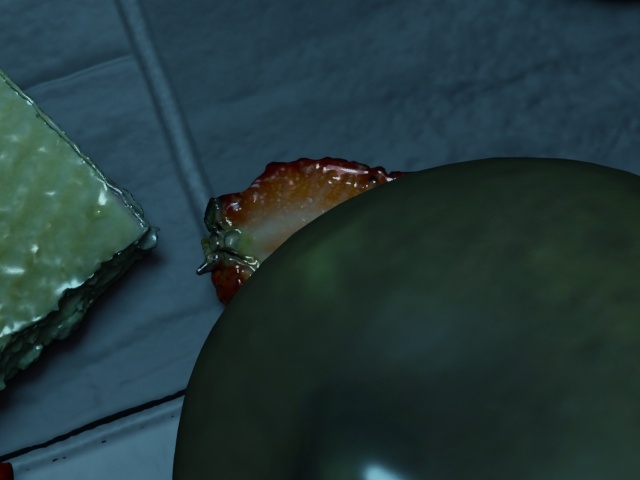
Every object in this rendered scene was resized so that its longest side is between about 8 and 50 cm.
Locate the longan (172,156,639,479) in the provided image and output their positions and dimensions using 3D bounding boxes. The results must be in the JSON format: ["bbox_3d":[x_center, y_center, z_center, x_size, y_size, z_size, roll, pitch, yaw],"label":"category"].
[{"bbox_3d":[0.097,0.134,0.702,0.361,0.361,0.361,0,72,2],"label":"longan"}]

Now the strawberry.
[{"bbox_3d":[0.000,0.002,0.902,0.152,0.048,0.104,-7,64,-15],"label":"strawberry"}]

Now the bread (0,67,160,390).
[{"bbox_3d":[-0.179,-0.011,0.896,0.172,0.064,0.232,-1,67,-7],"label":"bread"}]

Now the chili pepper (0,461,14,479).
[{"bbox_3d":[-0.297,0.136,0.845,0.253,0.136,0.144,-10,28,-12],"label":"chili pepper"}]
